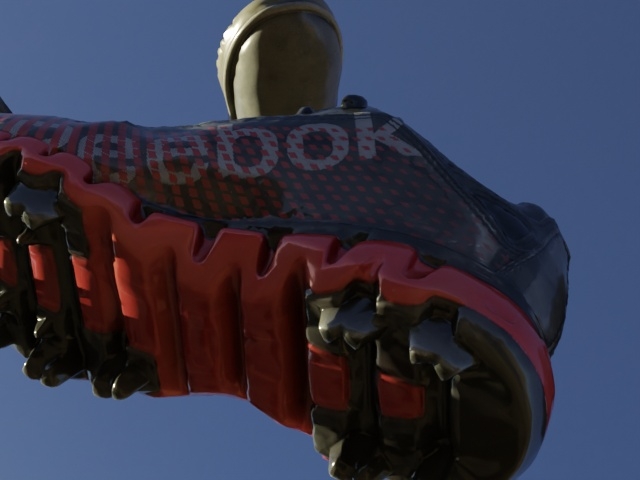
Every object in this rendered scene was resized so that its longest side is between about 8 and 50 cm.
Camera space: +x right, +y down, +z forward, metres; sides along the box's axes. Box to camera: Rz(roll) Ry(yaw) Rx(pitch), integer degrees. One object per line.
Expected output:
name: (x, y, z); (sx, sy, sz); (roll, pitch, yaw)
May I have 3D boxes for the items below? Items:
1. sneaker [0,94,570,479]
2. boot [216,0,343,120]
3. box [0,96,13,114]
sneaker: (-0.031, 0.001, 0.601); (0.276, 0.135, 0.097); (16, -50, 21)
boot: (0.002, -0.001, 0.853); (0.076, 0.208, 0.189); (-9, -40, -11)
box: (-0.205, -0.022, 0.984); (0.137, 0.094, 0.027); (53, -27, -5)
